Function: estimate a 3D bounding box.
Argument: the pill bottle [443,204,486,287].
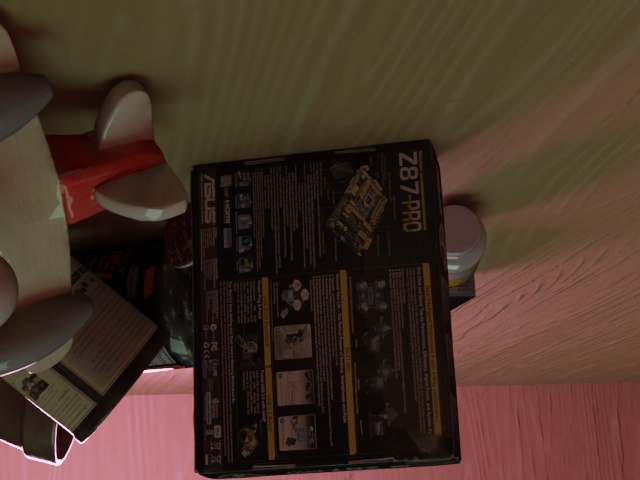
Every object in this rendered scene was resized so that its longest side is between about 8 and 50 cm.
[{"bbox_3d":[0.196,0.006,1.738,0.103,0.103,0.184,-3,166,1],"label":"pill bottle"}]

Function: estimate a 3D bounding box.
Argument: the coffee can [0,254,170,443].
[{"bbox_3d":[-0.383,0.126,1.647,0.275,0.201,0.201,40,157,-5],"label":"coffee can"}]

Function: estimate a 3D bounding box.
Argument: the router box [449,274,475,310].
[{"bbox_3d":[0.098,0.091,2.106,0.308,0.081,0.243,1,165,-14],"label":"router box"}]

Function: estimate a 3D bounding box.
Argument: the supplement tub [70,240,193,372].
[{"bbox_3d":[-0.289,0.110,1.848,0.338,0.207,0.207,-8,165,20],"label":"supplement tub"}]

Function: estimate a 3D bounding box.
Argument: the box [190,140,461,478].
[{"bbox_3d":[0.001,0.087,1.429,0.318,0.395,0.097,-7,163,13],"label":"box"}]

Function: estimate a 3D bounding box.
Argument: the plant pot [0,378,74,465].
[{"bbox_3d":[-0.589,0.238,2.154,0.280,0.323,0.323,10,165,-2],"label":"plant pot"}]

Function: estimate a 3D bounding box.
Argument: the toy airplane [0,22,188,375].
[{"bbox_3d":[-0.323,-0.017,1.168,0.384,0.272,0.386,-37,132,24],"label":"toy airplane"}]

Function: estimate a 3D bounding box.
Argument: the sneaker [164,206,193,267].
[{"bbox_3d":[-0.140,-0.008,1.650,0.225,0.088,0.092,-14,163,38],"label":"sneaker"}]
